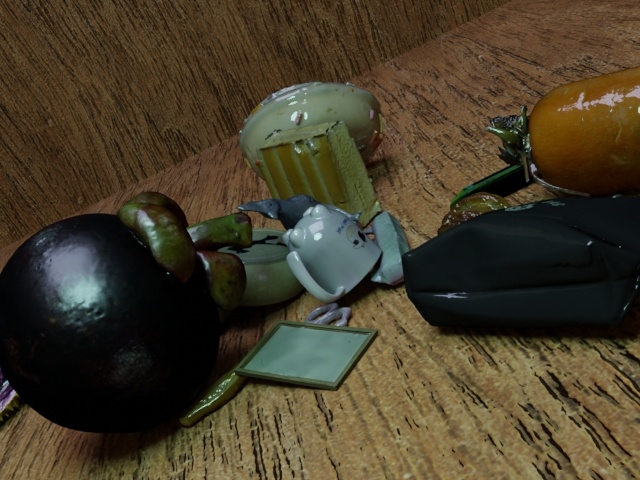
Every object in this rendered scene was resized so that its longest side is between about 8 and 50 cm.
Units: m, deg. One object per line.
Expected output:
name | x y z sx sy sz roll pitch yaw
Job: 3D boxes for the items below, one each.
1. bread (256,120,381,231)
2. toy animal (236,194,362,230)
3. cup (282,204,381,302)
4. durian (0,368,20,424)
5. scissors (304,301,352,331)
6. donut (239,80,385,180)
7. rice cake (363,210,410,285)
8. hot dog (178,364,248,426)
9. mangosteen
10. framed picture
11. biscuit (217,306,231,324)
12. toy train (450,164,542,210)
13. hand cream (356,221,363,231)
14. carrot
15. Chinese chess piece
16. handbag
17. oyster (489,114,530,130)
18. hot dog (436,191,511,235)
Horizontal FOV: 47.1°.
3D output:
bread | -0.008 -0.139 1.640 0.239 0.246 0.111 -5 26 45
toy animal | -0.020 -0.048 1.467 0.206 0.081 0.367 12 3 9
cup | 0.001 0.028 1.300 0.173 0.142 0.134 -50 11 -26
durian | -0.703 0.314 1.555 0.260 0.154 0.186 -45 4 -28
scissors | -0.044 0.169 1.245 0.212 0.021 0.110 -31 18 -16
donut | -0.019 -0.253 1.871 0.382 0.142 0.382 -13 -21 -5
rice cake | 0.125 0.015 1.382 0.081 0.051 0.290 -34 16 10
hot dog | -0.168 0.251 1.181 0.137 0.028 0.044 -38 23 -24
mangosteen | -0.299 0.107 1.182 0.435 0.382 0.382 -32 18 14
framed picture | -0.024 0.177 1.168 0.201 0.010 0.136 1 33 35
biscuit | -0.258 0.148 1.479 0.179 0.084 0.281 -9 28 30
toy train | 0.341 -0.107 1.422 0.209 0.044 0.042 -26 20 1
hand cream | 0.000 0.000 1.591 0.209 0.043 0.067 -19 24 34
carrot | 0.453 -0.167 1.220 0.331 0.214 0.193 -1 -12 44
Chinese chess piece | -0.135 0.047 1.445 0.238 0.092 0.238 0 20 0
handbag | 0.322 0.008 1.035 0.342 0.152 0.288 -5 17 45
oyster | 0.452 -0.277 1.733 0.132 0.029 0.086 -8 27 37
hot dog | 0.272 -0.036 1.303 0.147 0.065 0.099 1 43 48
